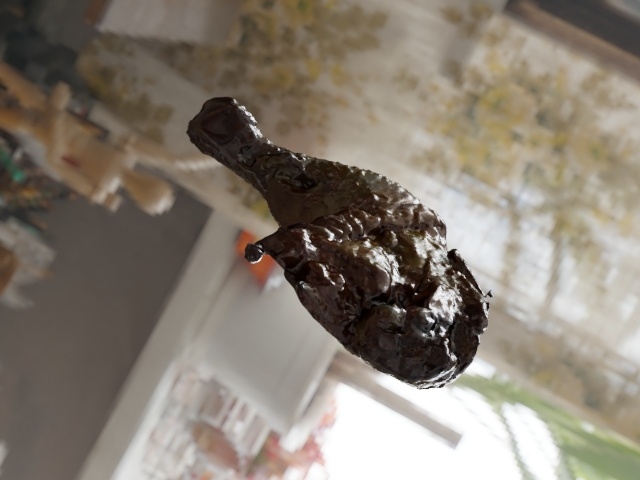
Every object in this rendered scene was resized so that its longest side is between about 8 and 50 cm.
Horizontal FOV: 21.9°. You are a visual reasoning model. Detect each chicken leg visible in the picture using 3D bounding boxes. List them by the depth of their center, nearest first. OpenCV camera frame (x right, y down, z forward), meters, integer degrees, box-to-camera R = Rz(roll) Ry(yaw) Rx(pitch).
[{"bbox_3d":[0.010,0.001,1.211,0.083,0.177,0.322,-62,-150,24],"label":"chicken leg"}]
